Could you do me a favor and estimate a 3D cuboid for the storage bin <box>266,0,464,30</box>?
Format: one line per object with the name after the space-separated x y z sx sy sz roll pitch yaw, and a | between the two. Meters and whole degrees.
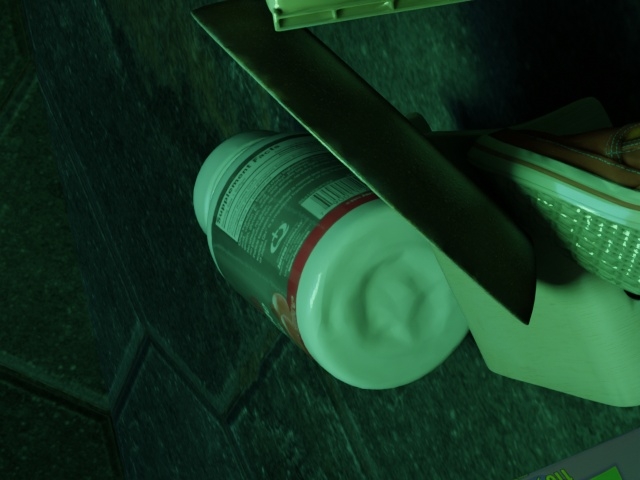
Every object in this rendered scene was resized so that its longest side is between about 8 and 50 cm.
0.069 -0.288 1.071 0.123 0.260 0.262 -109 10 -60 | storage bin

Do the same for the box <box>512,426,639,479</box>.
0.207 0.259 1.254 0.117 0.214 0.243 56 156 35 | box

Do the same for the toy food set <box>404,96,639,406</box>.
0.168 -0.003 1.336 0.219 0.092 0.306 65 164 -11 | toy food set

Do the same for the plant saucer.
0.041 -0.065 1.182 0.310 0.050 0.310 42 -177 -3 | plant saucer

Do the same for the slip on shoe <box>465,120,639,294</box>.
0.219 -0.029 1.065 0.123 0.101 0.331 44 162 -32 | slip on shoe

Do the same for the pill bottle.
0.000 0.000 1.620 0.318 0.176 0.176 37 142 57 | pill bottle
